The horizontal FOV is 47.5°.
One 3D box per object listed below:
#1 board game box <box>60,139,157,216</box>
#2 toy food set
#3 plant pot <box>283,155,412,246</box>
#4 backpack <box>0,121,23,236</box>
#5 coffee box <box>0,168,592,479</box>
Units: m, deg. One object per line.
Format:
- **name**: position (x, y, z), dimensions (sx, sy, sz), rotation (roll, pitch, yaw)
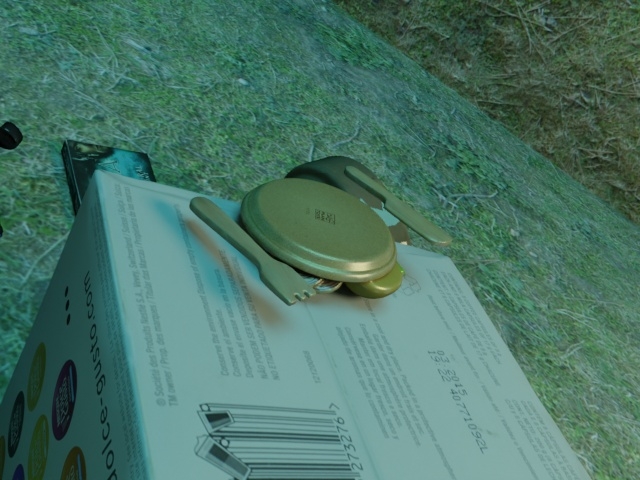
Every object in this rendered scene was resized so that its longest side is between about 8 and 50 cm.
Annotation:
- **board game box**: position (-0.286, -0.067, 1.020), dimensions (0.126, 0.026, 0.186), rotation (7, 40, -36)
- **toy food set**: position (0.000, 0.000, 0.545), dimensions (0.132, 0.038, 0.192), rotation (41, 35, 28)
- **plant pot**: position (-0.048, 0.039, 0.908), dimensions (0.229, 0.263, 0.263), rotation (-15, 53, -29)
- **backpack**: position (-0.435, -0.013, 0.620), dimensions (0.263, 0.213, 0.276), rotation (5, 9, 37)
- **coffee box**: position (-0.047, 0.208, 0.560), dimensions (0.338, 0.334, 0.338), rotation (12, 36, -32)
